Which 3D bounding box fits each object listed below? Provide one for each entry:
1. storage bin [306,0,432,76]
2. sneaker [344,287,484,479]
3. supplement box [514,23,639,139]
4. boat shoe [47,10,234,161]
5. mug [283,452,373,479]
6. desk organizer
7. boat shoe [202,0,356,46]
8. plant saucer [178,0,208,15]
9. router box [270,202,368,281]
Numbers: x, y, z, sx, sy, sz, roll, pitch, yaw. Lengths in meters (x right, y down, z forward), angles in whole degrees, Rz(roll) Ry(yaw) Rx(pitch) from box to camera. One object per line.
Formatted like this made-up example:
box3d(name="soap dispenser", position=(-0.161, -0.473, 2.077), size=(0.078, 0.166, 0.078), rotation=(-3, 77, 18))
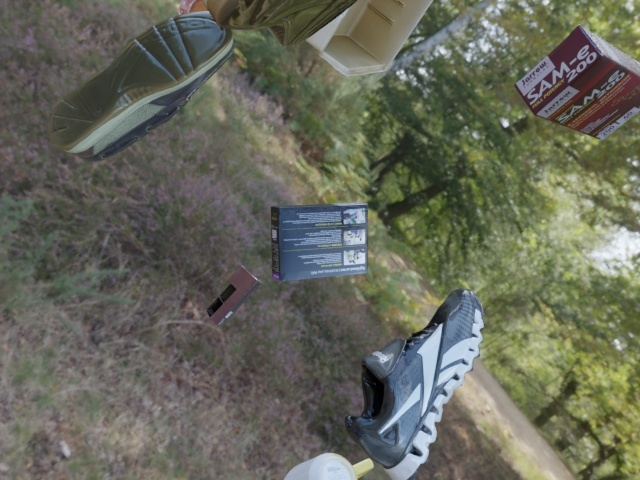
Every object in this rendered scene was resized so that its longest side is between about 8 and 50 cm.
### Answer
box3d(name="storage bin", position=(0.115, -0.461, 1.122), size=(0.123, 0.262, 0.260), rotation=(40, 29, 6))
box3d(name="sneaker", position=(0.103, 0.140, 0.659), size=(0.106, 0.234, 0.078), rotation=(34, -20, -9))
box3d(name="supplement box", position=(0.443, -0.249, 0.967), size=(0.239, 0.130, 0.073), rotation=(4, 53, -40))
box3d(name="boat shoe", position=(-0.187, -0.163, 0.644), size=(0.080, 0.224, 0.073), rotation=(56, 2, 19))
box3d(name="mug", position=(0.006, 0.221, 0.544), size=(0.062, 0.064, 0.078), rotation=(36, 46, 4))
box3d(name="desk organizer", position=(-0.189, 0.118, 1.253), size=(0.050, 0.130, 0.047), rotation=(42, -5, 10))
box3d(name="boat shoe", position=(-0.041, -0.267, 0.592), size=(0.098, 0.109, 0.302), rotation=(57, 25, -2))
box3d(name="plant saucer", position=(-0.138, -0.296, 0.737), size=(0.083, 0.083, 0.013), rotation=(58, 2, 36))
box3d(name="router box", position=(0.000, 0.000, 1.082), size=(0.046, 0.179, 0.133), rotation=(-165, -107, -65))
